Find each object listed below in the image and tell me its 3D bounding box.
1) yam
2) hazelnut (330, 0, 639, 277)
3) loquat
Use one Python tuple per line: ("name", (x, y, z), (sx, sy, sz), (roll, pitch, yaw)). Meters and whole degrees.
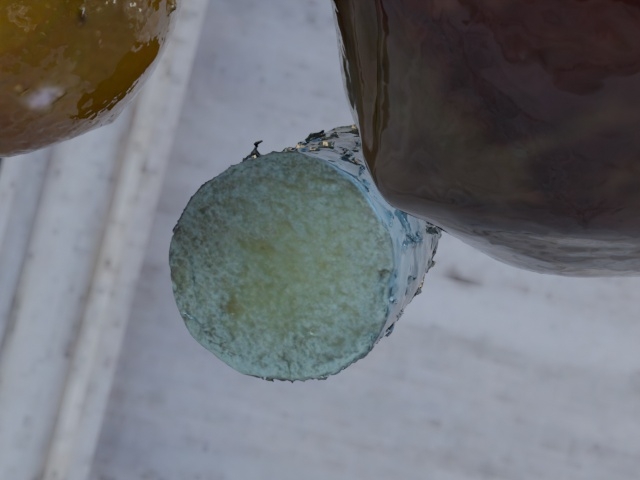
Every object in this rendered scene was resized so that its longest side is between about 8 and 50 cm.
("yam", (0.000, 0.000, 1.880), (0.241, 0.241, 0.348), (14, 13, 12))
("hazelnut", (0.206, -0.165, 1.061), (0.402, 0.402, 0.429), (14, -28, 25))
("loquat", (-0.283, -0.226, 1.675), (0.328, 0.328, 0.328), (14, -1, 0))
